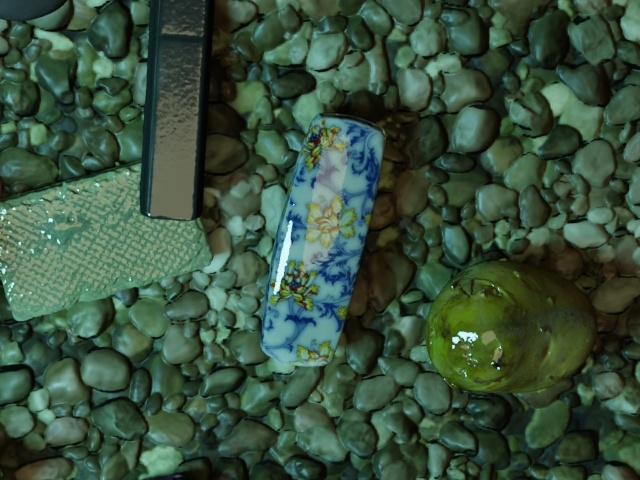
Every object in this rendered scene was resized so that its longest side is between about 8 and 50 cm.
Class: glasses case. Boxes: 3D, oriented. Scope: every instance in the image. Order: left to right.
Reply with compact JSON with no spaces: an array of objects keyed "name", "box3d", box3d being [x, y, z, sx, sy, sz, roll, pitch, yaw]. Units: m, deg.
[{"name":"glasses case","box3d":[0.000,0.000,1.430,0.086,0.065,0.248,12,102,-13]}]

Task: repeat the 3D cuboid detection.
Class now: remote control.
[{"name":"remote control","box3d":[-0.133,-0.141,1.376,0.063,0.025,0.245,3,91,-5]}]

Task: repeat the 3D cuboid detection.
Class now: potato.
[{"name":"potato","box3d":[0.182,0.086,1.453,0.175,0.137,0.137,7,103,-33]}]

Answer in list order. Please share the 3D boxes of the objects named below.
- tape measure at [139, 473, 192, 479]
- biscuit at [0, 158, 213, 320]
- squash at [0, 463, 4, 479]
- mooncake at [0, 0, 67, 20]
[{"name":"tape measure","box3d":[-0.157,0.294,1.472,0.125,0.074,0.118,-28,105,-3]},{"name":"biscuit","box3d":[-0.211,-0.005,1.410,0.199,0.040,0.121,-17,104,-5]},{"name":"squash","box3d":[-0.414,0.301,1.409,0.132,0.132,0.247,28,100,-14]},{"name":"mooncake","box3d":[-0.283,-0.313,1.282,0.244,0.133,0.245,-5,109,-13]}]
